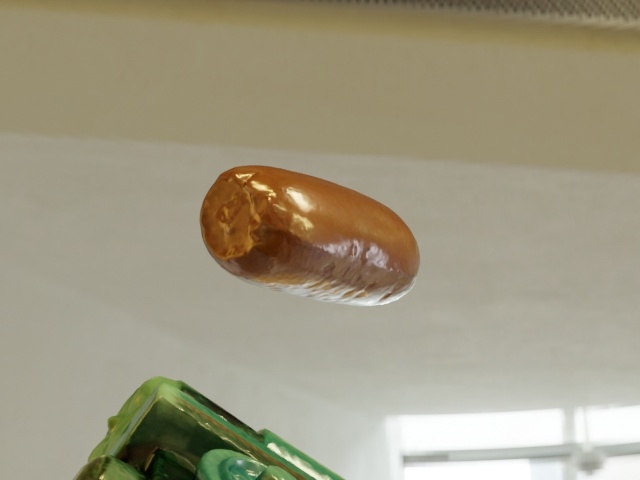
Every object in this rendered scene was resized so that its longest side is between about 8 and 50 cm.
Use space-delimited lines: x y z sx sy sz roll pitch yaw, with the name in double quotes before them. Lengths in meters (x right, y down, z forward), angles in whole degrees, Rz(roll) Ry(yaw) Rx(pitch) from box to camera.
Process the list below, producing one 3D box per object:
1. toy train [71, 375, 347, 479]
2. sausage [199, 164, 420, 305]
"toy train" 0.016 0.172 0.785 0.298 0.194 0.120 34 -76 -10
"sausage" 0.000 0.000 1.039 0.076 0.076 0.197 -27 -21 23
